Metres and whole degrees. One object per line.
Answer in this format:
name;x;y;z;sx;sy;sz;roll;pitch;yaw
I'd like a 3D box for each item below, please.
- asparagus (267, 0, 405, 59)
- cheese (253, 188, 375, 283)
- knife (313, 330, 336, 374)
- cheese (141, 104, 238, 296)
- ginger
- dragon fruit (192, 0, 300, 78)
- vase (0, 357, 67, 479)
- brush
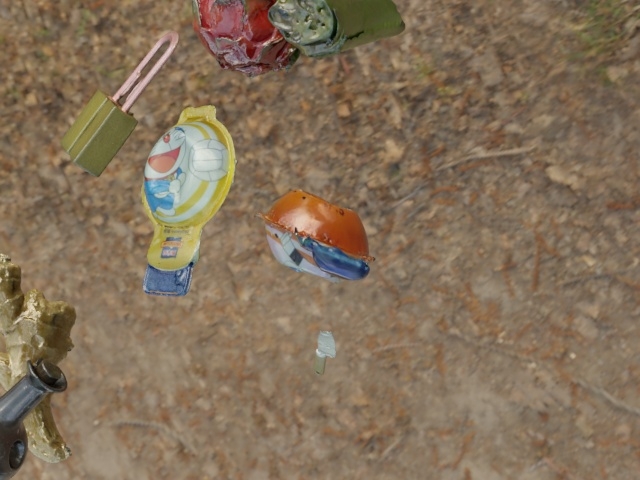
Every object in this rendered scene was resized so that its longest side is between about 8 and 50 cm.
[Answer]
asparagus;0.040;-0.375;1.782;0.128;0.382;0.108;39;116;9
cheese;0.000;0.000;1.751;0.217;0.329;0.129;20;96;-14
knife;0.011;0.237;2.262;0.047;0.017;0.298;27;156;10
cheese;-0.187;-0.056;1.463;0.177;0.069;0.270;1;78;37
ginger;-0.450;0.182;1.665;0.081;0.148;0.333;-18;77;52
dragon fruit;-0.136;-0.404;1.878;0.193;0.192;0.274;-29;112;13
vase;-0.383;0.212;1.290;0.183;0.120;0.120;-44;79;13
brush;-0.279;-0.207;1.526;0.233;0.047;0.103;-53;34;5
